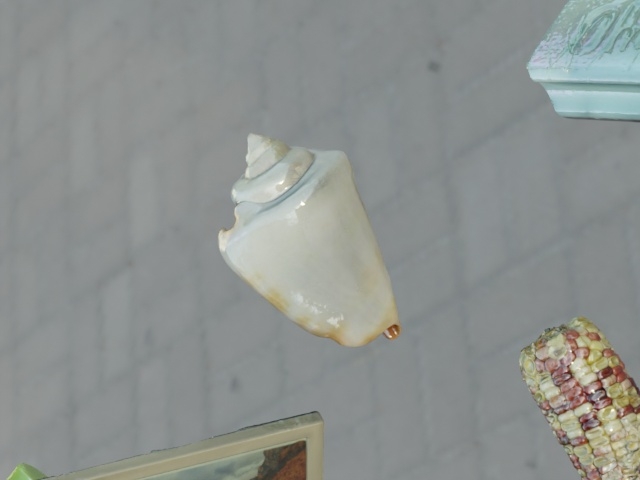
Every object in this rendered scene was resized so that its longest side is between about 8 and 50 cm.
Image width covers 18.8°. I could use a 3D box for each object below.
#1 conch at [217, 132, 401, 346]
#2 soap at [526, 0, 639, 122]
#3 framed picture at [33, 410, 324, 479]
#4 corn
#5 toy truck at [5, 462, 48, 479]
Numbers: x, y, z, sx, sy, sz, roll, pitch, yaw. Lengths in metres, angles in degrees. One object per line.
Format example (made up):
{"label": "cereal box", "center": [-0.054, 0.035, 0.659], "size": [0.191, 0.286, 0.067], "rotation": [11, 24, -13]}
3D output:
{"label": "conch", "center": [-0.009, 0.001, 1.398], "size": [0.094, 0.176, 0.104], "rotation": [-4, 29, 42]}
{"label": "soap", "center": [0.370, -0.210, 2.165], "size": [0.261, 0.094, 0.150], "rotation": [6, 57, 46]}
{"label": "framed picture", "center": [-0.114, 0.215, 1.334], "size": [0.016, 0.250, 0.184], "rotation": [-122, 26, -48]}
{"label": "corn", "center": [0.293, 0.211, 1.877], "size": [0.098, 0.098, 0.290], "rotation": [-35, 82, 42]}
{"label": "toy truck", "center": [-0.331, 0.247, 1.588], "size": [0.148, 0.210, 0.187], "rotation": [52, -119, -78]}
